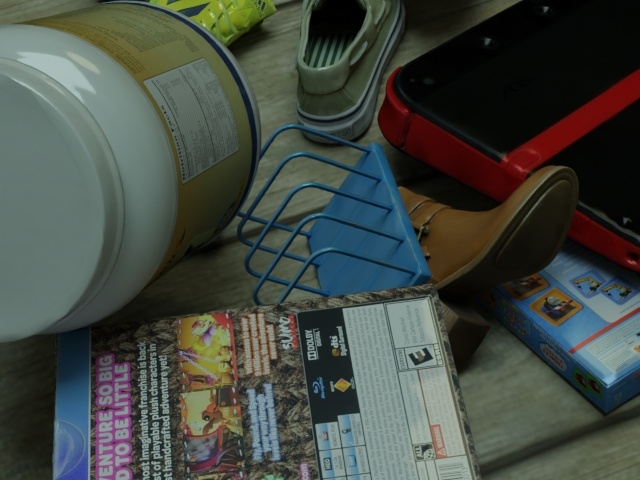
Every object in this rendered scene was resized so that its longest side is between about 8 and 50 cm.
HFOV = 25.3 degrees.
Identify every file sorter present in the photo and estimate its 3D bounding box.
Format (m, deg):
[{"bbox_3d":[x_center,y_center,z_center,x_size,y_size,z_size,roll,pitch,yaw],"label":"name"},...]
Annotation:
[{"bbox_3d":[0.000,0.000,1.196,0.105,0.118,0.170,17,35,-28],"label":"file sorter"}]

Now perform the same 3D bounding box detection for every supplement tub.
[{"bbox_3d":[-0.193,-0.059,1.090,0.228,0.228,0.316,8,16,13],"label":"supplement tub"}]

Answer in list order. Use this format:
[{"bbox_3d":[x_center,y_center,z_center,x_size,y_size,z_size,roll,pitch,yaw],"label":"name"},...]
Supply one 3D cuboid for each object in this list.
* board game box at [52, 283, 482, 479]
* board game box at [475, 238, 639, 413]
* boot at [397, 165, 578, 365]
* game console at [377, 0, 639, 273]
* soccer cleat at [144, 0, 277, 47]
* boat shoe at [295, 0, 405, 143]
[{"bbox_3d":[-0.039,0.175,1.026,0.291,0.141,0.232,-7,43,-2],"label":"board game box"},{"bbox_3d":[0.231,0.037,1.220,0.160,0.039,0.211,-28,48,-22],"label":"board game box"},{"bbox_3d":[0.114,-0.009,1.198,0.197,0.073,0.152,-52,43,8],"label":"boot"},{"bbox_3d":[0.284,-0.127,1.354,0.342,0.060,0.387,34,49,29],"label":"game console"},{"bbox_3d":[-0.112,-0.240,1.506,0.121,0.093,0.289,11,46,7],"label":"soccer cleat"},{"bbox_3d":[0.031,-0.227,1.474,0.109,0.094,0.302,1,44,6],"label":"boat shoe"}]
